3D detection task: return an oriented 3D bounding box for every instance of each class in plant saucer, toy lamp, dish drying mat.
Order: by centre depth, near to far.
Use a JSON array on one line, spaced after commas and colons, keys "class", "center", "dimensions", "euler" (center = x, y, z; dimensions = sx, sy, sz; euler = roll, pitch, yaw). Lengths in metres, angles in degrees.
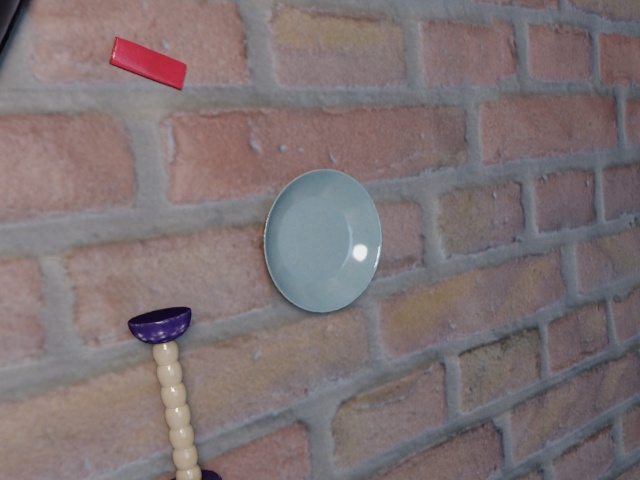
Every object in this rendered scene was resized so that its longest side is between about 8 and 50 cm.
[{"class": "dish drying mat", "center": [-0.196, -0.203, 0.627], "dimensions": [0.083, 0.008, 0.032], "euler": [14, 85, -35]}, {"class": "toy lamp", "center": [-0.163, 0.218, 0.629], "dimensions": [0.080, 0.080, 0.274], "euler": [-12, 96, -33]}, {"class": "plant saucer", "center": [0.000, 0.000, 0.753], "dimensions": [0.195, 0.037, 0.194], "euler": [-2, 93, -34]}]

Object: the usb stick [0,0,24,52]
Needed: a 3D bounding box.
[{"class": "usb stick", "center": [-0.331, -0.215, 0.513], "dimensions": [0.077, 0.045, 0.277], "euler": [25, 78, -40]}]
